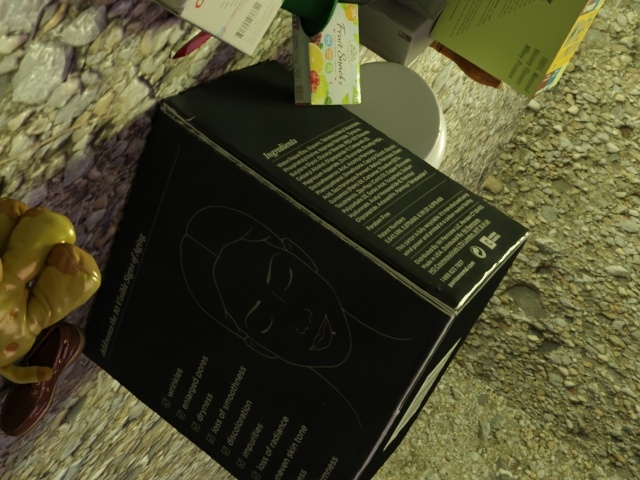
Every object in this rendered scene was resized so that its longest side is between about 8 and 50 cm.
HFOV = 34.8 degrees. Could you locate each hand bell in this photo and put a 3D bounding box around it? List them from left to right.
[{"bbox_3d":[0.222,-0.342,1.819,0.126,0.242,0.126,-49,165,-18],"label":"hand bell"}]

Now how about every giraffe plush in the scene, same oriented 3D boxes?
[{"bbox_3d":[-0.357,0.049,1.042,0.170,0.181,0.210,32,76,-64],"label":"giraffe plush"}]

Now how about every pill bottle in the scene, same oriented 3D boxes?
[{"bbox_3d":[0.099,-0.168,1.754,0.224,0.224,0.392,-54,176,-3],"label":"pill bottle"}]

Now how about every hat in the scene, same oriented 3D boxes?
[{"bbox_3d":[-0.079,-0.347,1.278,0.173,0.183,0.209,125,-35,-55],"label":"hat"}]

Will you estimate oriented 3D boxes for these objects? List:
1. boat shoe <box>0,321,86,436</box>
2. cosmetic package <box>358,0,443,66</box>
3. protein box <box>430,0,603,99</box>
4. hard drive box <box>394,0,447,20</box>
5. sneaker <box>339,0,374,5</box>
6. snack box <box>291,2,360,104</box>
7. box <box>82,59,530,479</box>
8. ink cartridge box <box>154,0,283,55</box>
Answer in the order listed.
[{"bbox_3d":[-0.400,0.191,1.431,0.178,0.064,0.060,-59,161,-7],"label":"boat shoe"},{"bbox_3d":[0.164,-0.409,1.718,0.238,0.127,0.107,-45,164,-25],"label":"cosmetic package"},{"bbox_3d":[0.326,-0.374,1.655,0.136,0.201,0.200,-32,153,-55],"label":"protein box"},{"bbox_3d":[0.202,-0.481,1.561,0.232,0.089,0.181,-64,-176,-11],"label":"hard drive box"},{"bbox_3d":[0.093,-0.456,1.444,0.296,0.104,0.147,-51,169,12],"label":"sneaker"},{"bbox_3d":[0.009,-0.261,1.434,0.100,0.037,0.141,-9,100,-44],"label":"snack box"},{"bbox_3d":[-0.039,0.081,1.488,0.297,0.471,0.480,-37,158,-52],"label":"box"},{"bbox_3d":[-0.108,-0.311,1.137,0.154,0.093,0.212,-57,167,8],"label":"ink cartridge box"}]
